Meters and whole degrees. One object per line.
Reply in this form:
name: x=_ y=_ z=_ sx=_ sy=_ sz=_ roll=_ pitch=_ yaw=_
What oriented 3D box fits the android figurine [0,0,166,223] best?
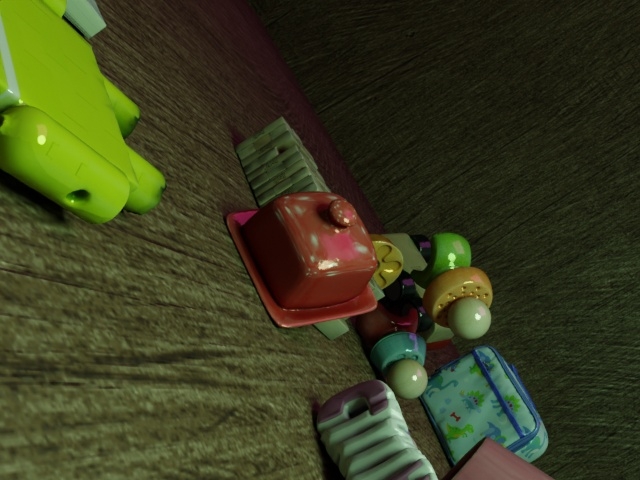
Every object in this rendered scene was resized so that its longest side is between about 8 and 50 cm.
android figurine: x=-0.205 y=-0.124 z=0.503 sx=0.273 sy=0.056 sz=0.248 roll=48 pitch=13 yaw=-55

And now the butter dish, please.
butter dish: x=0.000 y=0.000 z=0.836 sx=0.160 sy=0.118 sz=0.160 roll=-6 pitch=57 yaw=-40

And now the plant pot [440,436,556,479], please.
plant pot: x=0.207 y=0.326 z=0.818 sx=0.180 sy=0.201 sz=0.201 roll=44 pitch=5 yaw=15

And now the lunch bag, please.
lunch bag: x=0.285 y=0.301 z=1.308 sx=0.090 sy=0.176 sz=0.219 roll=51 pitch=12 yaw=-41

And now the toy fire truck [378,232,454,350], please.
toy fire truck: x=0.150 y=0.134 z=1.363 sx=0.159 sy=0.246 sz=0.217 roll=-5 pitch=49 yaw=-33

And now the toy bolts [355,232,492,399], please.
toy bolts: x=0.120 y=0.117 z=1.083 sx=0.218 sy=0.228 sz=0.158 roll=8 pitch=37 yaw=-20

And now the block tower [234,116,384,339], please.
block tower: x=-0.020 y=-0.028 z=1.045 sx=0.091 sy=0.097 sz=0.335 roll=46 pitch=16 yaw=-49

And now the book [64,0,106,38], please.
book: x=-0.273 y=-0.277 z=0.727 sx=0.144 sy=0.035 sz=0.096 roll=47 pitch=11 yaw=-51

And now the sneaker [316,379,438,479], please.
sneaker: x=0.065 y=0.230 z=0.662 sx=0.104 sy=0.095 sz=0.236 roll=62 pitch=5 yaw=-25
